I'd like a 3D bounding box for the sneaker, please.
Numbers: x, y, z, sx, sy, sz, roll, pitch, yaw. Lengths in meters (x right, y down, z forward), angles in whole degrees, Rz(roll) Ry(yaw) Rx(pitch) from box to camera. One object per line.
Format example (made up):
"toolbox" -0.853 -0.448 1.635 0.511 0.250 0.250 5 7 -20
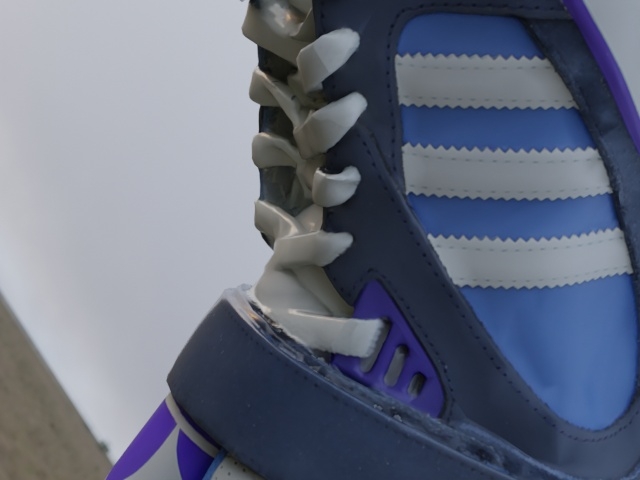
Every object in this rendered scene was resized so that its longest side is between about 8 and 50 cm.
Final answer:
"sneaker" 0.000 0.000 0.466 0.323 0.236 0.130 55 -5 -19
